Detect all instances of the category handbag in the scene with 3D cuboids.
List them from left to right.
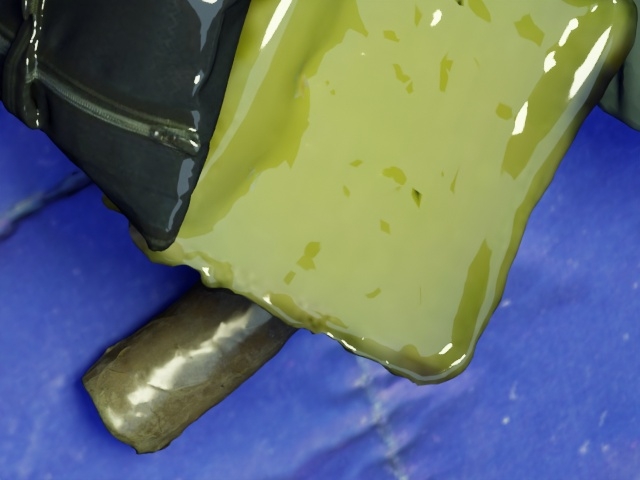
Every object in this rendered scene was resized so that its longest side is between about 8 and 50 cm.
[{"bbox_3d":[-0.093,-0.139,0.734,0.088,0.254,0.211,6,111,-42],"label":"handbag"}]

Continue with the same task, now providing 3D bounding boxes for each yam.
[{"bbox_3d":[0.000,0.000,0.987,0.299,0.066,0.066,-41,128,-7],"label":"yam"}]

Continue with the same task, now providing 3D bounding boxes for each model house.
[{"bbox_3d":[-0.007,-0.070,0.851,0.174,0.234,0.193,23,94,-25],"label":"model house"}]

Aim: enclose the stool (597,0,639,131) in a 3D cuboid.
[{"bbox_3d":[0.245,-0.231,0.882,0.297,0.297,0.330,-19,126,-23],"label":"stool"}]
